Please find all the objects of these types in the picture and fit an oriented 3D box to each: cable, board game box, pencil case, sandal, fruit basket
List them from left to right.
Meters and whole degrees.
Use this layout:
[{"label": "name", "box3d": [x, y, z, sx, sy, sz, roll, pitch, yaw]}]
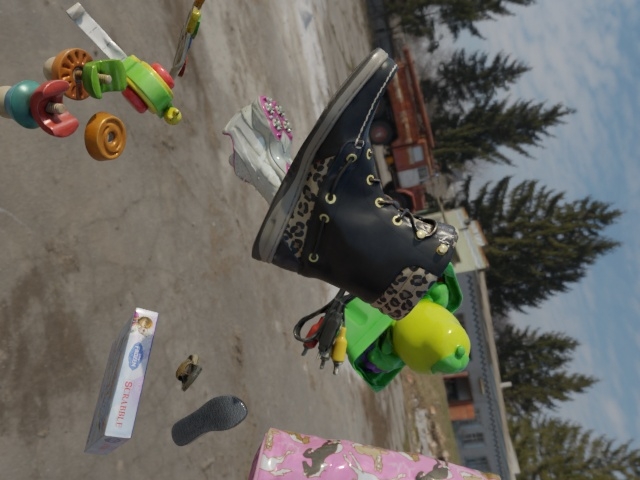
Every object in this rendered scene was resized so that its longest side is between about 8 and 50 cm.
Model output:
[{"label": "board game box", "box3d": [-0.530, 0.382, 1.431, 0.318, 0.065, 0.319, -40, -142, 50]}, {"label": "sandal", "box3d": [-0.339, 0.327, 1.364, 0.049, 0.072, 0.180, 37, -3, -16]}, {"label": "sandal", "box3d": [-0.317, 0.512, 1.552, 0.054, 0.254, 0.097, 25, 43, -63]}, {"label": "cable", "box3d": [0.038, 0.168, 1.293, 0.287, 0.139, 0.072, -63, 160, -4]}, {"label": "pencil case", "box3d": [0.075, 0.390, 0.780, 0.167, 0.385, 0.160, -76, 179, -47]}, {"label": "fruit basket", "box3d": [0.246, 0.234, 1.385, 0.283, 0.391, 0.392, 56, 24, -50]}]

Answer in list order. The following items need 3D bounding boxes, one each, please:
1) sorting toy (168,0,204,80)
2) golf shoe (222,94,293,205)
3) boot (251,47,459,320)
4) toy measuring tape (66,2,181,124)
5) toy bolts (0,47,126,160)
[{"label": "sorting toy", "box3d": [-0.348, -0.533, 1.427, 0.307, 0.041, 0.229, -5, -112, 65]}, {"label": "golf shoe", "box3d": [-0.106, -0.138, 1.109, 0.115, 0.140, 0.306, 12, 58, -68]}, {"label": "boot", "box3d": [0.090, -0.070, 0.852, 0.378, 0.284, 0.138, -59, -175, 12]}, {"label": "toy measuring tape", "box3d": [-0.434, -0.395, 1.216, 0.330, 0.121, 0.121, 50, 23, -22]}, {"label": "toy bolts", "box3d": [-0.514, -0.258, 1.062, 0.228, 0.158, 0.218, -49, 145, -58]}]
